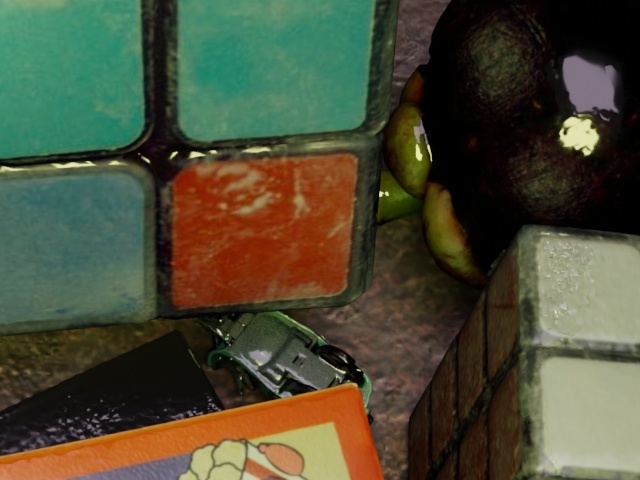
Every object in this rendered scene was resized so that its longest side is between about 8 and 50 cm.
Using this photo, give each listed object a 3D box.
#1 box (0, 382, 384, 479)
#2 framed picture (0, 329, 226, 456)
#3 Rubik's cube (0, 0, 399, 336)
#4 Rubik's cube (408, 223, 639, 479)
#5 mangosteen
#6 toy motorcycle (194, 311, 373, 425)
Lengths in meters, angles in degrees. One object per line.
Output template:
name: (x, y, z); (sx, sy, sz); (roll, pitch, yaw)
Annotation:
box: (-0.081, 0.311, 0.967); (0.257, 0.318, 0.348); (-11, 71, -15)
framed picture: (-0.186, 0.230, 1.167); (0.324, 0.013, 0.244); (-24, 70, -20)
Rubik's cube: (-0.135, -0.150, 1.147); (0.318, 0.316, 0.313); (-6, 40, -12)
Rubik's cube: (0.250, 0.219, 1.065); (0.337, 0.344, 0.343); (5, 64, -7)
mangosteen: (0.165, -0.088, 1.275); (0.302, 0.275, 0.275); (-25, 66, 18)
toy motorcycle: (-0.035, 0.092, 1.215); (0.173, 0.100, 0.058); (36, 62, 5)
